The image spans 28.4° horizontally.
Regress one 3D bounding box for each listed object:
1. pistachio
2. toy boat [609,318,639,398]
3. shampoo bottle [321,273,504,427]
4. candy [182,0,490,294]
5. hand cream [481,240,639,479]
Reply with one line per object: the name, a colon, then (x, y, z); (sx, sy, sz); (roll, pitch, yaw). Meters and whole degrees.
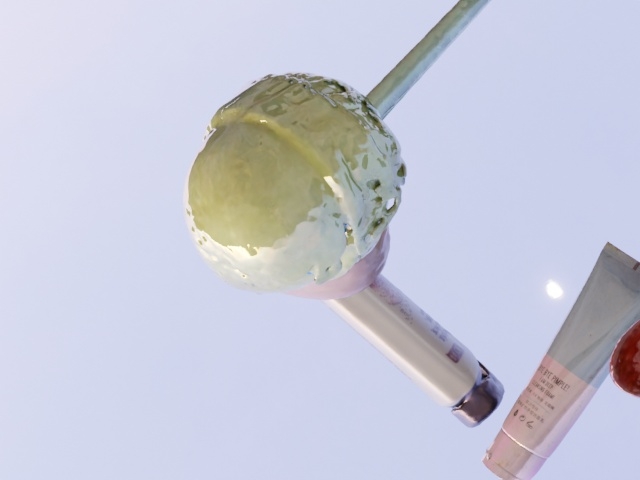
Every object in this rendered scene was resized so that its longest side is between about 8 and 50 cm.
pistachio: (0.000, 0.000, 1.296); (0.185, 0.124, 0.124); (-12, -137, 37)
toy boat: (0.377, 0.086, 1.221); (0.206, 0.282, 0.096); (-25, -104, 7)
shampoo bottle: (0.083, 0.094, 1.630); (0.078, 0.359, 0.134); (-49, -178, 10)
candy: (0.056, -0.095, 0.600); (0.092, 0.093, 0.335); (4, -140, 42)
hand cream: (0.306, 0.156, 1.542); (0.312, 0.070, 0.111); (-57, -138, 8)
